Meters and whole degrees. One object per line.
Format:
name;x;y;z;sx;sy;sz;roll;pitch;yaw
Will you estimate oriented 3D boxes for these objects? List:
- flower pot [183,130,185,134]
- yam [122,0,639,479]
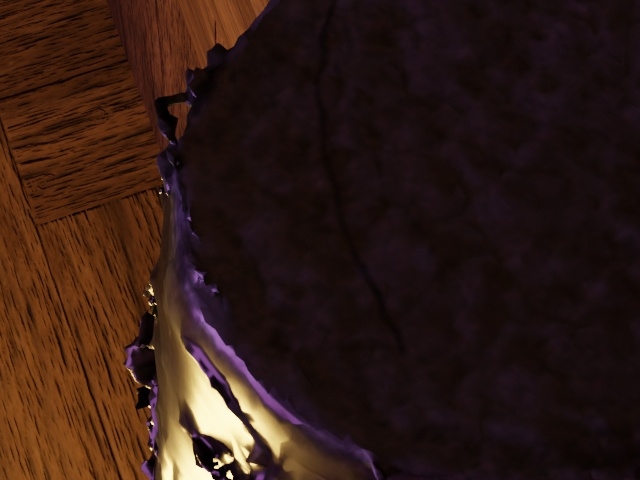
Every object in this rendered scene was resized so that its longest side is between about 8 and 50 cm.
flower pot;0.000;0.000;1.066;0.189;0.157;0.243;95;157;-73
yam;0.060;0.057;0.584;0.348;0.241;0.241;91;158;-58
